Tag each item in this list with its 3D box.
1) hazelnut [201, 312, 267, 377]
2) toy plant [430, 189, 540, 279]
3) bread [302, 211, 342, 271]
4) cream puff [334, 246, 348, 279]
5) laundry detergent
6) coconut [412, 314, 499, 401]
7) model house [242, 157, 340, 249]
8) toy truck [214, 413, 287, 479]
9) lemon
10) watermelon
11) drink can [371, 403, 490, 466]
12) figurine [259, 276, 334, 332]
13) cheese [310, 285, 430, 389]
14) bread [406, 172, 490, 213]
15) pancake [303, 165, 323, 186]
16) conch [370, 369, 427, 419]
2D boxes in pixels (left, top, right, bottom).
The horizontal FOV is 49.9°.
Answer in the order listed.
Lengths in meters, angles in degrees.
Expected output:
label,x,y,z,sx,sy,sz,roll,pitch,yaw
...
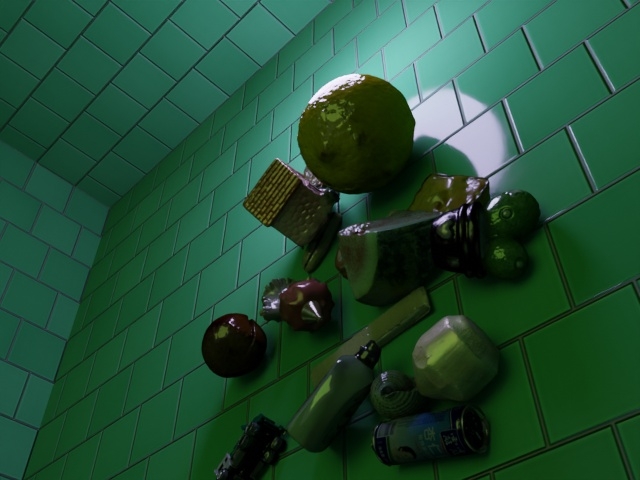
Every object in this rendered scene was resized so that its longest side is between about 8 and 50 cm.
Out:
label,x,y,z,sx,sy,sz,roll,pitch,yaw
hazelnut,-0.255,0.311,2.083,0.208,0.208,0.208,-35,35,29
toy plant,0.373,-0.010,1.546,0.235,0.175,0.218,-3,60,20
bread,0.001,0.000,2.150,0.073,0.053,0.214,11,68,53
cream puff,0.104,0.046,1.909,0.126,0.103,0.144,-36,32,52
laundry detergent,0.051,0.353,1.607,0.105,0.215,0.281,36,90,18
coconut,0.268,0.249,1.420,0.183,0.171,0.171,-44,32,13
model house,-0.088,-0.136,2.162,0.202,0.237,0.237,-54,8,15
toy truck,-0.188,0.556,1.807,0.216,0.110,0.116,-56,17,-2
lemon,0.115,-0.317,2.040,0.349,0.350,0.387,-21,14,43
watermelon,0.180,0.022,1.735,0.232,0.193,0.310,54,143,25
drink can,0.220,0.398,1.398,0.235,0.097,0.097,-25,41,39
figurine,-0.050,0.188,1.941,0.207,0.166,0.387,-24,13,-24
cheese,0.120,0.254,1.743,0.400,0.034,0.085,-40,33,23
bread,0.328,-0.092,1.746,0.233,0.088,0.161,11,72,60
pancake,0.019,-0.247,2.390,0.253,0.037,0.254,-36,34,29
conch,0.176,0.342,1.507,0.135,0.102,0.153,-11,9,10
